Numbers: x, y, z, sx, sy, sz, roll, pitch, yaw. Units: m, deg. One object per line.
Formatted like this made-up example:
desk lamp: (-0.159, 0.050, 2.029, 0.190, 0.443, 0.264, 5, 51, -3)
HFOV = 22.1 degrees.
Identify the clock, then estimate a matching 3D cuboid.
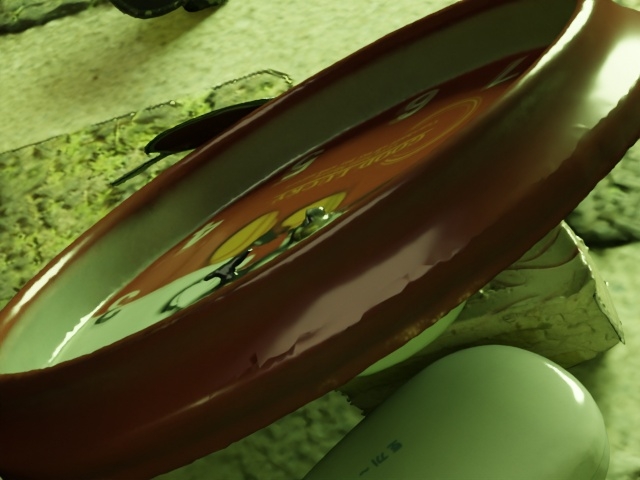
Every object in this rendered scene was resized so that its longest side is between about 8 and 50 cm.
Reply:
clock: (0.000, 0.000, 0.666, 0.318, 0.080, 0.318, -30, 15, 9)

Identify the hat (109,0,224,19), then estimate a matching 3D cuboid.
hat: (-0.076, -0.170, 0.971, 0.121, 0.050, 0.121, -15, 47, 17)

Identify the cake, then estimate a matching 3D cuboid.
cake: (0.060, 0.035, 0.678, 0.121, 0.052, 0.065, -22, 46, 13)

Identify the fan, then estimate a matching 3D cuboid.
fan: (-0.066, -0.051, 0.845, 0.133, 0.005, 0.085, -22, -8, 40)

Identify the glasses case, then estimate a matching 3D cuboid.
glasses case: (0.013, 0.132, 0.598, 0.233, 0.059, 0.092, -45, 43, -15)
